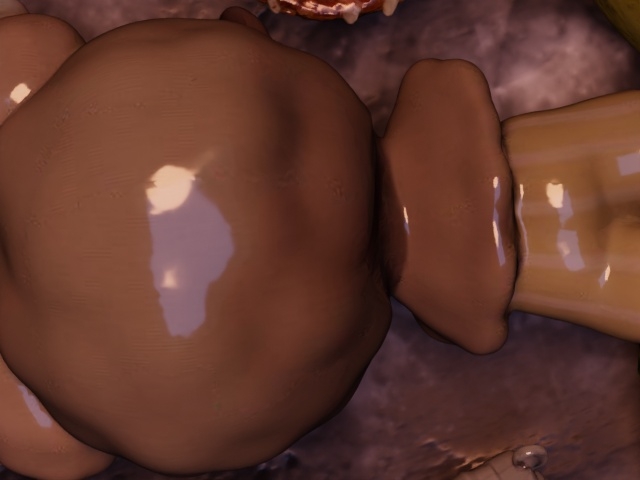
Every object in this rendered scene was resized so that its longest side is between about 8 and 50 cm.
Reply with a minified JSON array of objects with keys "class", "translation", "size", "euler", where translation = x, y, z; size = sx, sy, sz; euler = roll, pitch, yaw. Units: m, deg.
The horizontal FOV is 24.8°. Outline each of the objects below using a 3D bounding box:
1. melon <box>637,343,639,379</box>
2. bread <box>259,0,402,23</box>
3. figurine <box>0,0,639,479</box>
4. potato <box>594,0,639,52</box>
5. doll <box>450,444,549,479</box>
[{"class":"melon","translation":[0.319,0.081,0.782],"size":[0.343,0.226,0.331],"euler":[48,135,-14]},{"class":"bread","translation":[0.007,-0.192,0.739],"size":[0.161,0.073,0.160],"euler":[-1,102,-3]},{"class":"figurine","translation":[0.001,0.000,0.707],"size":[0.381,0.203,0.248],"euler":[-4,105,-5]},{"class":"potato","translation":[0.204,-0.215,0.688],"size":[0.216,0.216,0.304],"euler":[-9,92,-5]},{"class":"doll","translation":[0.090,0.189,0.825],"size":[0.094,0.079,0.180],"euler":[5,114,-22]}]
